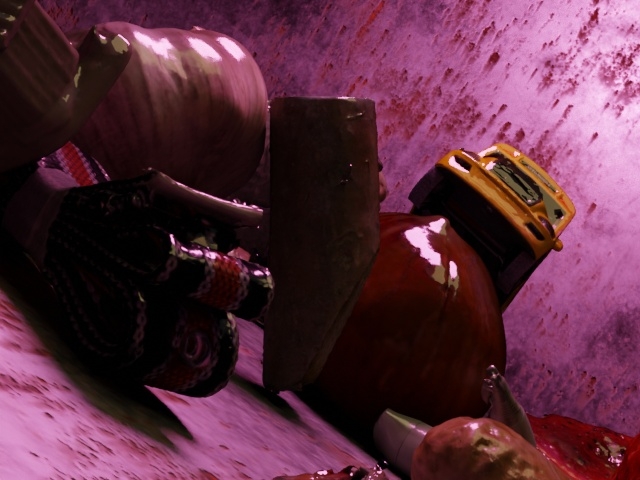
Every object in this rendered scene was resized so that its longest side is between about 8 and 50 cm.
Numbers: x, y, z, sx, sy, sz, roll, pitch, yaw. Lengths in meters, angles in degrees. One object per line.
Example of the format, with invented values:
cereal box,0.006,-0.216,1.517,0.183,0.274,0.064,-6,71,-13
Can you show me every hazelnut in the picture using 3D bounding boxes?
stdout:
hazelnut,0.070,0.075,1.472,0.229,0.229,0.229,35,1,-1

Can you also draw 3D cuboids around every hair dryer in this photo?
hair dryer,0.126,0.161,1.263,0.206,0.075,0.237,29,-28,25

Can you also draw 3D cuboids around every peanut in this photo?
peanut,0.158,0.216,1.166,0.226,0.095,0.108,39,22,-25

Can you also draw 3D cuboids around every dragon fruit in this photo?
dragon fruit,0.279,0.280,1.533,0.262,0.134,0.211,18,18,-16

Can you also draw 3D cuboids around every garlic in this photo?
garlic,-0.143,-0.039,1.293,0.245,0.245,0.253,29,38,-76

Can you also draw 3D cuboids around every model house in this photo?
model house,-0.263,-0.115,1.011,0.188,0.229,0.122,42,40,-45

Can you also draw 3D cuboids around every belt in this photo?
belt,-0.158,-0.007,1.035,0.094,0.126,0.359,22,3,-36

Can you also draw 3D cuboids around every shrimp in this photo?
shrimp,0.020,0.158,0.940,0.101,0.042,0.190,27,2,1

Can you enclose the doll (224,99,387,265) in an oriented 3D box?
doll,-0.065,-0.072,1.952,0.247,0.247,0.349,34,-15,-32

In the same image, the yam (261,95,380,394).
yam,0.000,0.000,1.312,0.106,0.259,0.106,0,-7,0

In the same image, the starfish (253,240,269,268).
starfish,0.036,0.107,1.813,0.303,0.113,0.312,35,4,-17

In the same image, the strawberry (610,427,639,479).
strawberry,0.389,0.222,1.285,0.292,0.310,0.292,44,10,-10

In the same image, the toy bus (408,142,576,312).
toy bus,0.160,0.009,1.624,0.145,0.151,0.331,45,-27,11

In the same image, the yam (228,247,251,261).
yam,-0.134,0.013,1.555,0.127,0.084,0.084,31,2,-10
